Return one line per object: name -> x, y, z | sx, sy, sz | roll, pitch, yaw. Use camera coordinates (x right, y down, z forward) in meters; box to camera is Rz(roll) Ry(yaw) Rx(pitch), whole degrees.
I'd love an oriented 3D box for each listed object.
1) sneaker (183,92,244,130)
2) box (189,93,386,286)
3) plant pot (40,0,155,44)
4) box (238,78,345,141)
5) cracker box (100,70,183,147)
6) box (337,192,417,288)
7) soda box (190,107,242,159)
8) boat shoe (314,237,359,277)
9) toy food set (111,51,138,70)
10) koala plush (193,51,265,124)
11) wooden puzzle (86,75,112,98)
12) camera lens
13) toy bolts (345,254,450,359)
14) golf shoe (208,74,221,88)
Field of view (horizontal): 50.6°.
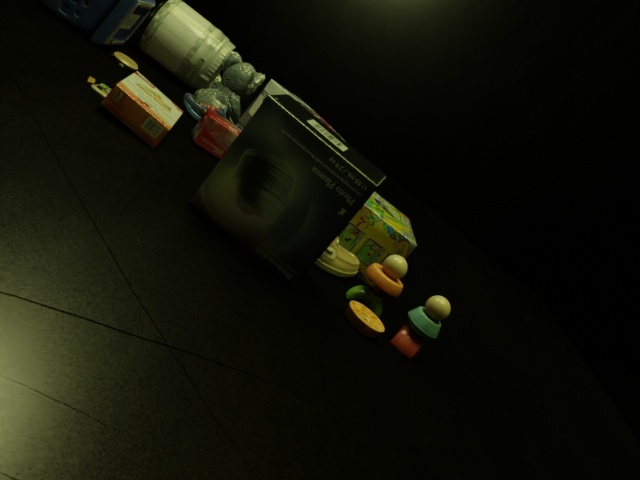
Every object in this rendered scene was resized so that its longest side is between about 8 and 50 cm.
sneaker -> -0.319, -0.377, 2.052 | 0.221, 0.087, 0.083 | 38, 14, -6
box -> -0.067, -0.111, 1.475 | 0.296, 0.294, 0.183 | 40, 17, 1
plant pot -> -0.640, -0.715, 2.009 | 0.212, 0.236, 0.236 | 44, 14, -8
box -> -0.083, -0.313, 1.922 | 0.247, 0.163, 0.142 | 45, 11, 26
cracker box -> -0.428, -0.323, 1.650 | 0.156, 0.067, 0.232 | 41, 13, -17
box -> 0.105, -0.046, 1.925 | 0.279, 0.177, 0.290 | 38, 14, -7
soda box -> -0.228, -0.254, 1.897 | 0.263, 0.092, 0.083 | 32, 16, -26
boat shoe -> 0.000, 0.000, 1.691 | 0.302, 0.098, 0.109 | 29, 18, -34
toy food set -> -0.579, -0.530, 2.005 | 0.083, 0.020, 0.083 | 49, 18, 30
koala plush -> -0.282, -0.478, 2.170 | 0.196, 0.221, 0.203 | 47, 17, 24
wooden puzzle -> -0.524, -0.364, 1.665 | 0.116, 0.014, 0.078 | 36, 16, -15
camera lens -> -0.456, -0.663, 2.298 | 0.274, 0.219, 0.219 | 36, 15, -11
toy bolts -> 0.186, 0.153, 1.574 | 0.228, 0.158, 0.218 | 40, 15, 2
golf shoe -> -0.384, -0.568, 2.537 | 0.086, 0.069, 0.176 | 53, 6, -38
